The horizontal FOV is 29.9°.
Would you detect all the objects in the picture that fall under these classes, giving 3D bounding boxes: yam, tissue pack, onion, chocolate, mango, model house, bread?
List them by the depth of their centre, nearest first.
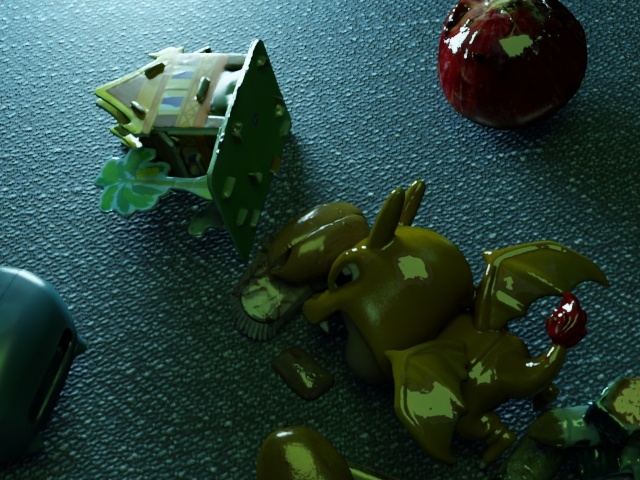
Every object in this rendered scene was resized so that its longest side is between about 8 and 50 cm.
[{"bbox_3d":[0.442,0.295,1.720,0.291,0.253,0.184,-2,65,2],"label":"model house"},{"bbox_3d":[-0.013,0.375,1.746,0.136,0.099,0.227,-20,68,-9],"label":"mango"},{"bbox_3d":[0.328,0.323,1.799,0.078,0.078,0.179,33,62,20],"label":"yam"},{"bbox_3d":[-0.486,0.188,1.803,0.206,0.198,0.287,11,54,8],"label":"tissue pack"},{"bbox_3d":[-0.028,0.203,1.903,0.064,0.031,0.100,-32,60,-26],"label":"chocolate"},{"bbox_3d":[0.000,0.000,1.941,0.189,0.077,0.114,-28,76,-24],"label":"bread"},{"bbox_3d":[-0.246,-0.148,2.066,0.312,0.242,0.358,1,55,20],"label":"model house"},{"bbox_3d":[0.342,-0.325,2.150,0.276,0.276,0.276,0,55,-1],"label":"onion"}]

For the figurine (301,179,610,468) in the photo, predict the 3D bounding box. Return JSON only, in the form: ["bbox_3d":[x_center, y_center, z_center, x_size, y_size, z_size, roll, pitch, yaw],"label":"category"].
[{"bbox_3d":[0.203,0.119,1.826,0.387,0.268,0.401,44,75,10],"label":"figurine"}]

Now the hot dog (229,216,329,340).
[{"bbox_3d":[-0.052,0.057,1.984,0.131,0.069,0.253,37,65,12],"label":"hot dog"}]

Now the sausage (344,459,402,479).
[{"bbox_3d":[0.140,0.380,1.782,0.269,0.033,0.033,19,57,12],"label":"sausage"}]
